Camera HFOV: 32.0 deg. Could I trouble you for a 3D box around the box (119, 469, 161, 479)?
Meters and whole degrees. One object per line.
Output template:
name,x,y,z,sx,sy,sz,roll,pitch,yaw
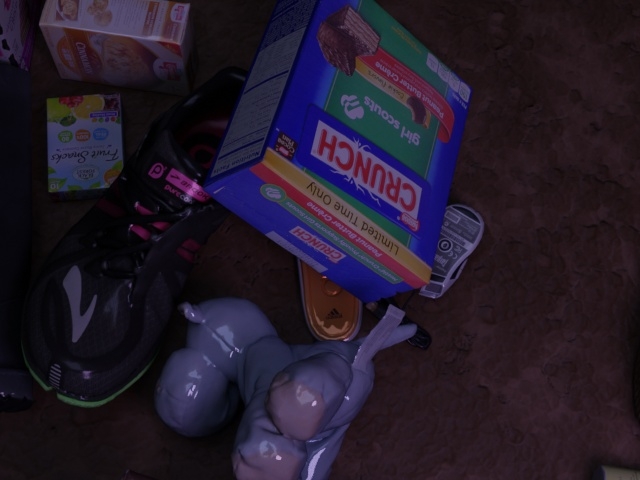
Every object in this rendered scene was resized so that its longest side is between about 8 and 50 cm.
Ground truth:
box,-0.055,0.378,1.176,0.381,0.191,0.143,21,65,-4

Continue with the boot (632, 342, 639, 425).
boot,0.502,0.137,1.374,0.207,0.090,0.248,13,65,6

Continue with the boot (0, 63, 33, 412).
boot,-0.517,-0.025,1.331,0.367,0.146,0.445,10,66,-38

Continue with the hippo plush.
hippo plush,-0.076,0.153,1.276,0.237,0.234,0.294,28,84,19

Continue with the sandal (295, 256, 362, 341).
sandal,0.011,-0.001,1.427,0.102,0.076,0.265,-8,68,-5

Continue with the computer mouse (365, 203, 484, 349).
computer mouse,0.144,0.039,1.435,0.106,0.042,0.193,34,77,17

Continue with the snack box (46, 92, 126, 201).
snack box,-0.312,-0.125,1.491,0.100,0.037,0.141,-5,69,-2

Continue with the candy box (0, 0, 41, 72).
candy box,-0.431,-0.325,1.464,0.071,0.233,0.159,3,68,0

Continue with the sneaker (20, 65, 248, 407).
sneaker,-0.207,-0.027,1.340,0.185,0.202,0.482,26,63,0

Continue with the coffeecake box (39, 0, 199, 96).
coffeecake box,-0.264,-0.265,1.492,0.186,0.142,0.068,8,69,2

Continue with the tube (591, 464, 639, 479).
tube,0.443,0.316,1.320,0.240,0.062,0.070,12,108,-2

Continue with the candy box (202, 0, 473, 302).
candy box,0.034,-0.127,1.360,0.268,0.122,0.317,36,54,-28
